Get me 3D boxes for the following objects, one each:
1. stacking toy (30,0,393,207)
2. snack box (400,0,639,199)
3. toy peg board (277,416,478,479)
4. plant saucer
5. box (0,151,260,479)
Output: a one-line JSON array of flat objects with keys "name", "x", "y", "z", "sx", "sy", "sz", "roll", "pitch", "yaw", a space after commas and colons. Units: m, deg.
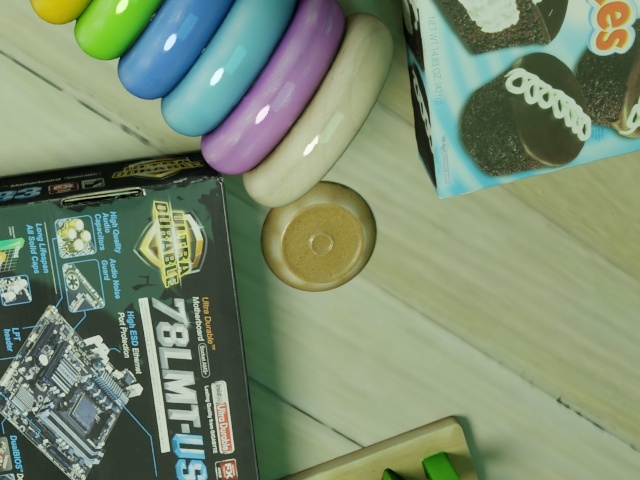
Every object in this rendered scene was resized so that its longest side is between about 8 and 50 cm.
[{"name": "stacking toy", "x": -0.123, "y": -0.158, "z": 0.926, "sx": 0.330, "sy": 0.141, "sz": 0.141, "roll": 32, "pitch": 101, "yaw": -15}, {"name": "snack box", "x": 0.143, "y": -0.190, "z": 0.958, "sx": 0.187, "sy": 0.060, "sz": 0.322, "roll": -14, "pitch": 127, "yaw": -6}, {"name": "toy peg board", "x": 0.057, "y": 0.241, "z": 1.129, "sx": 0.161, "sy": 0.079, "sz": 0.160, "roll": -20, "pitch": 112, "yaw": -3}, {"name": "plant saucer", "x": 0.000, "y": 0.000, "z": 1.064, "sx": 0.083, "sy": 0.015, "sz": 0.083, "roll": -3, "pitch": 110, "yaw": -9}, {"name": "box", "x": -0.196, "y": 0.103, "z": 1.033, "sx": 0.293, "sy": 0.073, "sz": 0.295, "roll": -9, "pitch": 111, "yaw": -8}]
